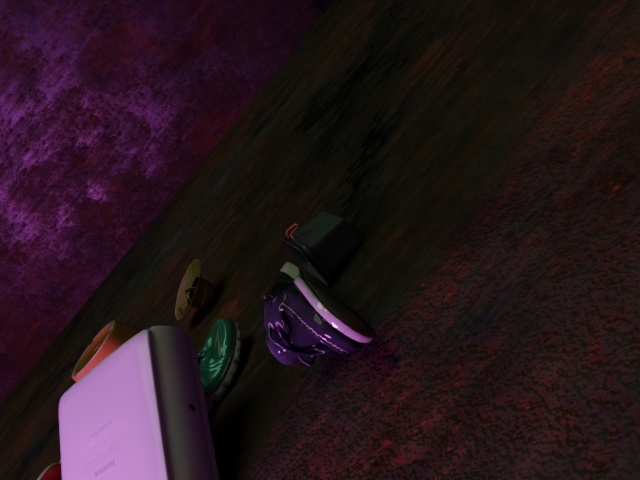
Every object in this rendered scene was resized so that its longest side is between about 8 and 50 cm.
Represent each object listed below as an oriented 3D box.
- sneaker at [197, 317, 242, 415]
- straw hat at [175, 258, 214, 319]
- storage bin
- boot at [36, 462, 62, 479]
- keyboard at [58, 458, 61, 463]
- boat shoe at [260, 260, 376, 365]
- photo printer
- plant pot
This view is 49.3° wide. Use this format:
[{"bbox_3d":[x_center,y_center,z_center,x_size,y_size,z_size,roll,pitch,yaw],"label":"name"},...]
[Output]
[{"bbox_3d":[-0.223,0.241,1.172,0.107,0.110,0.275,-20,35,56],"label":"sneaker"},{"bbox_3d":[-0.276,0.120,1.585,0.144,0.061,0.145,-46,33,41],"label":"straw hat"},{"bbox_3d":[0.000,0.000,1.152,0.091,0.098,0.135,-43,18,-8],"label":"storage bin"},{"bbox_3d":[-0.502,0.523,1.329,0.176,0.088,0.244,-38,31,32],"label":"boot"},{"bbox_3d":[-0.611,0.551,1.624,0.072,0.014,0.256,-37,24,35],"label":"keyboard"},{"bbox_3d":[-0.025,0.112,0.942,0.113,0.127,0.340,-53,18,-2],"label":"boat shoe"},{"bbox_3d":[-0.263,0.313,0.988,0.256,0.107,0.308,-37,52,26],"label":"photo printer"},{"bbox_3d":[-0.353,0.255,1.316,0.205,0.188,0.205,-43,21,21],"label":"plant pot"}]
